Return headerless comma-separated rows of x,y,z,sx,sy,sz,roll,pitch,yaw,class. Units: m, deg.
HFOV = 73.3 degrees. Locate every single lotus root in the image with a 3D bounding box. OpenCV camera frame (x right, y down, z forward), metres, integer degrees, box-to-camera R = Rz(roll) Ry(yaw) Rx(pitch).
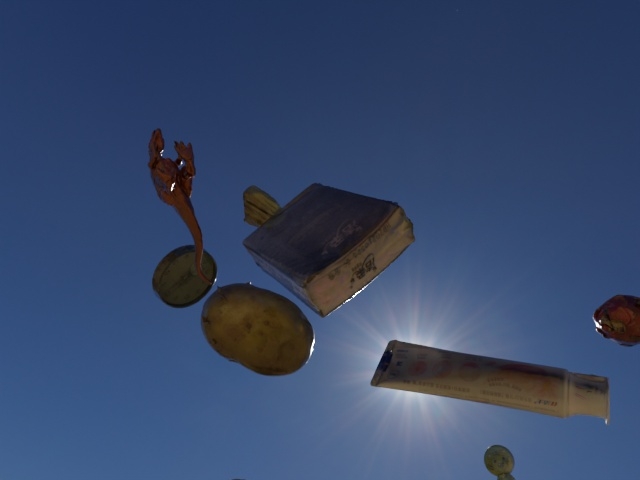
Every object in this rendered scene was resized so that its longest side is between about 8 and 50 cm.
-0.158,-0.087,1.282,0.144,0.070,0.143,32,-34,5,lotus root

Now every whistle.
0.639,0.816,1.497,0.104,0.198,0.057,-33,-54,23,whistle

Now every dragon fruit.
0.758,0.187,1.062,0.125,0.246,0.125,41,-68,28,dragon fruit

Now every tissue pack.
0.000,0.000,1.067,0.288,0.394,0.124,-40,-60,-14,tissue pack

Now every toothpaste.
0.235,0.205,0.639,0.323,0.100,0.066,1,-52,33,toothpaste

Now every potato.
-0.074,0.099,0.492,0.137,0.092,0.070,20,-17,14,potato

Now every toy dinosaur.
-0.342,-0.116,1.022,0.208,0.097,0.432,-47,-119,58,toy dinosaur

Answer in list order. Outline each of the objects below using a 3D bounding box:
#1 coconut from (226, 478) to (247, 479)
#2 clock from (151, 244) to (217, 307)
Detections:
-0.134,0.465,0.621,0.202,0.202,0.222,26,-44,3,coconut
-0.433,0.119,1.392,0.042,0.215,0.215,30,-53,36,clock
